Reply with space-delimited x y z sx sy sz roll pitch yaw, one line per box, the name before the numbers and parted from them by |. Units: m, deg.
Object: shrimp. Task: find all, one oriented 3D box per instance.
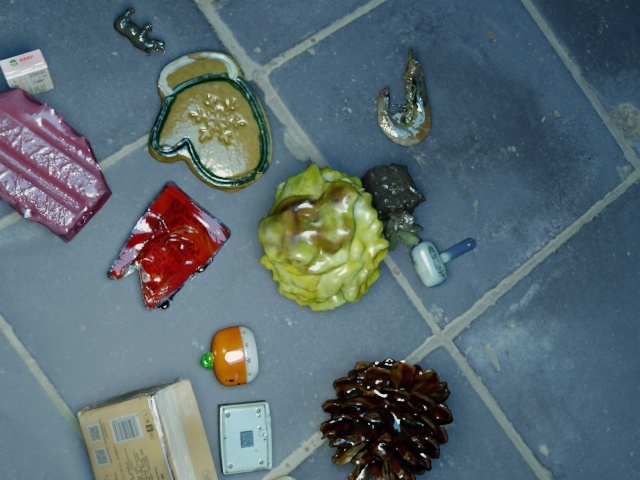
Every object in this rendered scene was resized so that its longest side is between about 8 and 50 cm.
shrimp | 0.217 -0.370 1.711 0.144 0.052 0.250 -1 82 -13

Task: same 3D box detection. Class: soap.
soap | -0.603 -0.169 1.400 0.325 0.127 0.220 39 76 -11

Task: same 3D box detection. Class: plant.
plant | 0.179 -0.082 1.607 0.131 0.142 0.203 -4 76 -25

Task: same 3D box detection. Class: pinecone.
pinecone | 0.147 0.410 1.467 0.298 0.242 0.295 32 72 -15

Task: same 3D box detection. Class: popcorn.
popcorn | 0.013 0.003 1.481 0.312 0.312 0.312 3 81 -16

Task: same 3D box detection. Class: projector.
projector | -0.167 0.436 1.470 0.115 0.061 0.147 -2 83 -18

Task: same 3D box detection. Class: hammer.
hammer | 0.320 0.036 1.675 0.194 0.069 0.116 -24 88 -26

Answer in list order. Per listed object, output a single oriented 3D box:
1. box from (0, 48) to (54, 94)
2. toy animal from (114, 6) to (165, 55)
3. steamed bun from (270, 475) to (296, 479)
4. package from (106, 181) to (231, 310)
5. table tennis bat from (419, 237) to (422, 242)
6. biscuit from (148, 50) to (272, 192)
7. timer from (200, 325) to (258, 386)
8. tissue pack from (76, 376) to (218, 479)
box | -0.632 -0.356 1.428 0.089 0.125 0.043 -24 88 -19
toy animal | -0.420 -0.482 1.551 0.136 0.047 0.065 38 79 -9
steamed bun | -0.079 0.591 1.453 0.113 0.091 0.129 -21 88 -16
package | -0.343 0.018 1.483 0.194 0.071 0.269 46 68 -20
table tennis bat | 0.222 -0.022 1.680 0.083 0.007 0.050 33 74 -7
biscuit | -0.269 -0.273 1.554 0.287 0.057 0.343 -22 87 -18
timer | -0.203 0.258 1.466 0.136 0.099 0.136 7 67 -17
tissue pack | -0.321 0.452 1.368 0.239 0.238 0.305 -16 86 -18
